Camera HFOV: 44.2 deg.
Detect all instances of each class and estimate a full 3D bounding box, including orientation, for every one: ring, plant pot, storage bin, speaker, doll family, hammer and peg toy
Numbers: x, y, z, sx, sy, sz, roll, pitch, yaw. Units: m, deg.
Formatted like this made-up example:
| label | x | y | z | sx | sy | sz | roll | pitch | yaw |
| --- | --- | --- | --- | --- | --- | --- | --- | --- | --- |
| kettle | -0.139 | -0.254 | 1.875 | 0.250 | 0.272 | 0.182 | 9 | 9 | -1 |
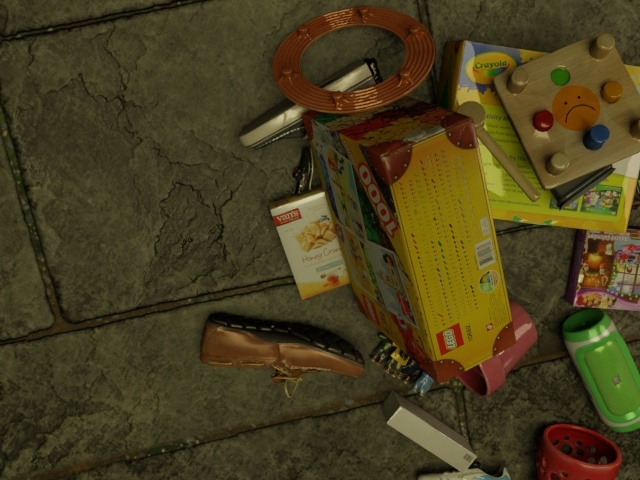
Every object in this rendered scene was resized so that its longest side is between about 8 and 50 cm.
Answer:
| label | x | y | z | sx | sy | sz | roll | pitch | yaw |
| --- | --- | --- | --- | --- | --- | --- | --- | --- | --- |
| ring | 0.065 | -0.382 | 1.609 | 0.337 | 0.336 | 0.032 | -17 | 141 | -2 |
| plant pot | 0.396 | 0.234 | 1.842 | 0.180 | 0.201 | 0.201 | -32 | 104 | -15 |
| storage bin | 0.532 | -0.140 | 1.656 | 0.135 | 0.098 | 0.091 | -35 | 77 | 3 |
| speaker | 0.696 | 0.317 | 1.917 | 0.131 | 0.131 | 0.296 | -28 | 104 | 0 |
| doll family | 0.218 | 0.287 | 1.887 | 0.193 | 0.076 | 0.111 | 35 | 92 | -17 |
| plant pot | 0.623 | 0.570 | 1.937 | 0.191 | 0.191 | 0.174 | 6 | 110 | -8 |
| hammer and peg toy | 0.459 | -0.231 | 1.563 | 0.361 | 0.127 | 0.266 | -24 | 81 | -1 |

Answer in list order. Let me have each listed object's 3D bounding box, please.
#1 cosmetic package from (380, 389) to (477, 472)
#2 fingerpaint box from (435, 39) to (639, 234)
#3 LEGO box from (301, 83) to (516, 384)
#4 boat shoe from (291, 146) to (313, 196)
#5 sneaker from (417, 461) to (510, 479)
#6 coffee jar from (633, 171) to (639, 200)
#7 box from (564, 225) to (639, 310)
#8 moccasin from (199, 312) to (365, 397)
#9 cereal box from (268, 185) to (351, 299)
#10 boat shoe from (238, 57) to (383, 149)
| label | x | y | z | sx | sy | sz | roll | pitch | yaw |
| --- | --- | --- | --- | --- | --- | --- | --- | --- | --- |
| cosmetic package | 0.260 | 0.465 | 1.916 | 0.239 | 0.099 | 0.060 | 35 | 99 | -12 |
| fingerpaint box | 0.477 | -0.230 | 1.753 | 0.445 | 0.163 | 0.371 | 5 | 103 | -8 |
| LEGO box | 0.177 | -0.026 | 1.594 | 0.193 | 0.372 | 0.500 | -24 | 117 | -15 |
| boat shoe | -0.041 | -0.145 | 1.772 | 0.042 | 0.049 | 0.133 | 2 | 107 | -15 |
| sneaker | 0.357 | 0.596 | 1.971 | 0.237 | 0.085 | 0.086 | 4 | 76 | -4 |
| coffee jar | 0.800 | -0.165 | 1.837 | 0.184 | 0.096 | 0.079 | -25 | 107 | -1 |
| box | 0.753 | 0.067 | 1.902 | 0.293 | 0.057 | 0.201 | 4 | 103 | -7 |
| moccasin | -0.088 | 0.270 | 1.812 | 0.380 | 0.139 | 0.147 | 8 | 102 | -8 |
| cereal box | 0.000 | 0.000 | 1.789 | 0.173 | 0.047 | 0.240 | -20 | 115 | -1 |
| boat shoe | 0.002 | -0.250 | 1.715 | 0.340 | 0.127 | 0.158 | -29 | 110 | 1 |
